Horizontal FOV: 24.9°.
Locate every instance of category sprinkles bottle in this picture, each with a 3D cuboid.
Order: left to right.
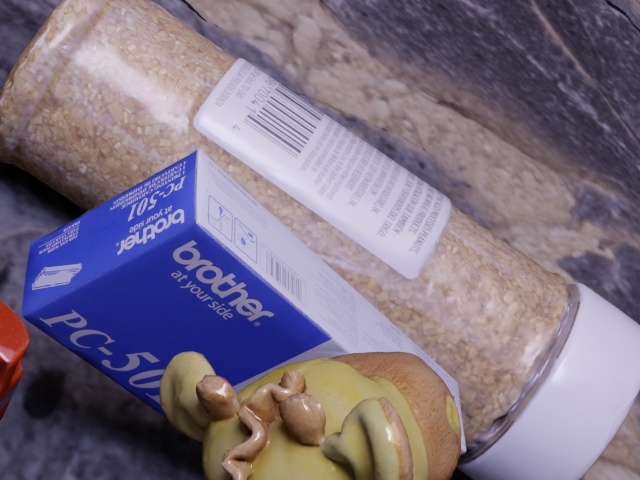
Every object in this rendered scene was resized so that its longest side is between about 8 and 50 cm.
[{"bbox_3d":[0.000,0.000,0.773,0.355,0.121,0.121,34,41,-5],"label":"sprinkles bottle"}]

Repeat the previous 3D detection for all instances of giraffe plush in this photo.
[{"bbox_3d":[0.008,0.118,0.582,0.210,0.181,0.171,-50,130,-64],"label":"giraffe plush"}]

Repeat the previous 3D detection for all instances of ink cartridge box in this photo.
[{"bbox_3d":[-0.029,0.051,0.662,0.207,0.097,0.046,42,32,-38],"label":"ink cartridge box"}]

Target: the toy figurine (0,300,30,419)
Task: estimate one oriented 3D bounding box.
[{"bbox_3d":[-0.230,0.021,0.578,0.209,0.148,0.213,0,55,-29],"label":"toy figurine"}]
